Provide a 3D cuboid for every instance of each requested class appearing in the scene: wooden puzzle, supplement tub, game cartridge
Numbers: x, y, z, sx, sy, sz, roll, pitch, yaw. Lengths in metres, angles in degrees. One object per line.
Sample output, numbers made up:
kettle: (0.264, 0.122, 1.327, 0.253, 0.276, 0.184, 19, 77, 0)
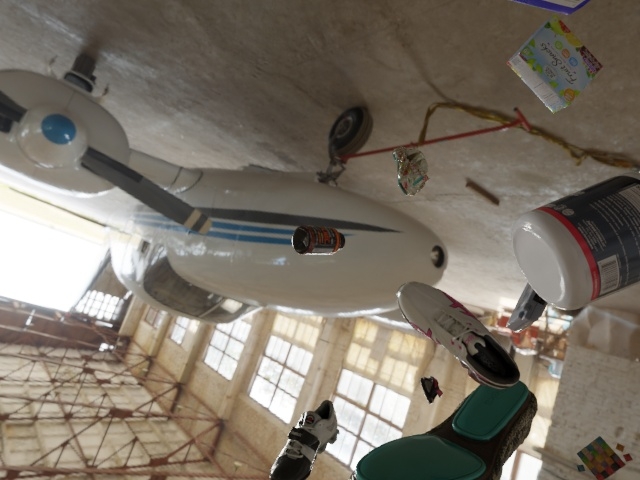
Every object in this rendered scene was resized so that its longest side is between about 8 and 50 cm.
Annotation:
wooden puzzle: (0.454, 0.354, 0.693, 0.006, 0.083, 0.049, 28, -160, -37)
supplement tub: (0.514, -0.007, 0.768, 0.272, 0.191, 0.191, -22, 168, -1)
supplement tub: (0.000, 0.000, 1.536, 0.106, 0.106, 0.198, 10, -174, 43)
game cartridge: (0.651, 0.129, 1.261, 0.062, 0.297, 0.198, 28, 166, 23)

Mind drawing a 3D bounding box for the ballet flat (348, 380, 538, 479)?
ballet flat: (0.249, 0.405, 0.762, 0.483, 0.181, 0.164, -10, -170, -41)

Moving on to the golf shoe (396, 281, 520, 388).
golf shoe: (0.183, 0.117, 0.563, 0.186, 0.067, 0.086, 40, 170, 10)

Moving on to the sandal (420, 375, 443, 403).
sandal: (0.304, 0.390, 1.139, 0.040, 0.067, 0.179, -24, 162, 18)

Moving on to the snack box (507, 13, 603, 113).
snack box: (0.669, -0.502, 1.219, 0.207, 0.174, 0.070, 45, 170, -4)

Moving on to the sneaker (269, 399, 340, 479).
sneaker: (-0.052, 0.620, 1.343, 0.123, 0.146, 0.330, 4, -165, 29)

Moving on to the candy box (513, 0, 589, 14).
candy box: (0.235, -0.475, 0.519, 0.268, 0.317, 0.122, 0, 174, -21)

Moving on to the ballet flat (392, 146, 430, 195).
ballet flat: (0.239, -0.190, 1.102, 0.077, 0.241, 0.091, -34, 116, 23)
